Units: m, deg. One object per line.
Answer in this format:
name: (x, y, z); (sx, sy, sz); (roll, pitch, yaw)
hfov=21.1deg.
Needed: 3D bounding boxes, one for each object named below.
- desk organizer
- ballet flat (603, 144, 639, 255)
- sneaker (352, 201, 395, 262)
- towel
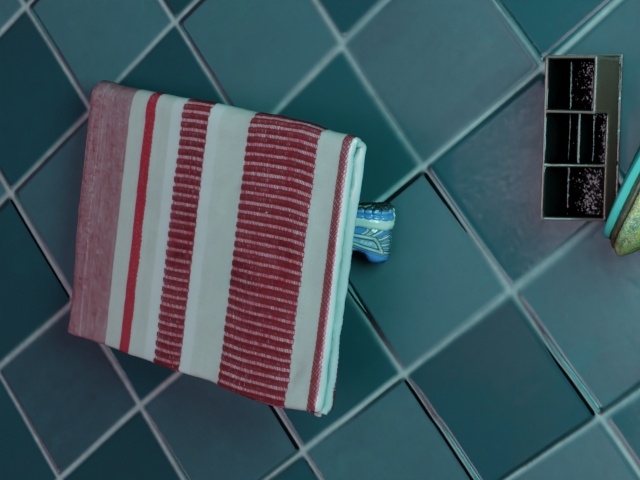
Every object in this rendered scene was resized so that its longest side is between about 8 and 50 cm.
desk organizer: (0.200, -0.079, 1.325); (0.047, 0.050, 0.130); (4, 96, 30)
ballet flat: (0.310, -0.133, 1.227); (0.123, 0.123, 0.349); (26, 107, 26)
sneaker: (0.000, 0.000, 1.452); (0.135, 0.052, 0.058); (-1, 98, 31)
towel: (-0.095, 0.000, 1.475); (0.329, 0.037, 0.237); (15, 102, 42)
